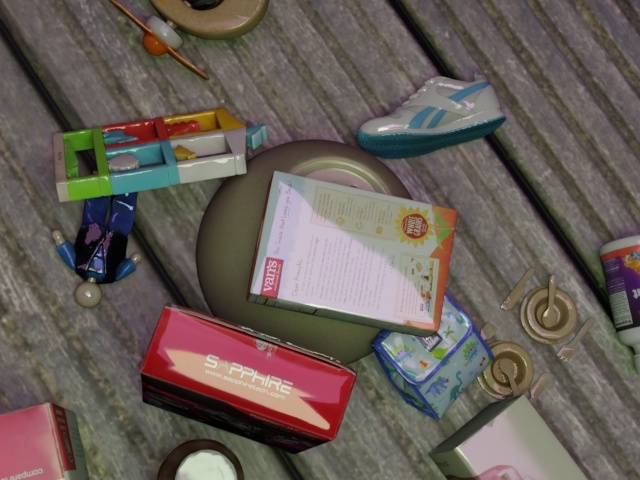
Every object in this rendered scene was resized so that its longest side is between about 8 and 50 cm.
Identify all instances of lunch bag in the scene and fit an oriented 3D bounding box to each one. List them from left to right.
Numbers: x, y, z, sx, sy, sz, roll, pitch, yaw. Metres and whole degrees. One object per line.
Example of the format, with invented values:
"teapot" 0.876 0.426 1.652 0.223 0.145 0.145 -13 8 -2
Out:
"lunch bag" 0.150 0.150 1.572 0.129 0.096 0.151 -44 120 -16

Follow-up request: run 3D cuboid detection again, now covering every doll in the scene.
"doll" -0.311 0.001 1.593 0.129 0.046 0.189 12 83 -15

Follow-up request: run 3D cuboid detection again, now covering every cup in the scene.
"cup" 0.000 0.000 1.539 0.331 0.237 0.331 1 79 -7

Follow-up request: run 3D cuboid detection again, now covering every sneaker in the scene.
"sneaker" 0.155 -0.184 1.683 0.229 0.087 0.092 -14 74 -18

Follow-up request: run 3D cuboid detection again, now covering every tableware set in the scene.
"tableware set" 0.304 0.146 1.650 0.128 0.039 0.194 40 76 2

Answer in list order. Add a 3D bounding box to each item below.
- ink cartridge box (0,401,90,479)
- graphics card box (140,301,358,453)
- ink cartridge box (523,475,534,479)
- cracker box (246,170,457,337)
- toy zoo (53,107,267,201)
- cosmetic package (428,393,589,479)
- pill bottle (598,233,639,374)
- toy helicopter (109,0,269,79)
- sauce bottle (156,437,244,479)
"ink cartridge box" -0.345 0.406 1.383 0.160 0.279 0.384 -14 80 -10
"graphics card box" -0.102 0.182 1.418 0.233 0.371 0.094 19 76 -4
"ink cartridge box" 0.246 0.454 1.424 0.189 0.097 0.255 38 73 2
"cracker box" 0.038 0.018 1.384 0.232 0.067 0.155 13 76 -6
"toy zoo" -0.217 -0.125 1.571 0.293 0.192 0.030 -10 117 -10
"cosmetic package" 0.296 0.368 1.546 0.129 0.153 0.296 -35 83 -14
"pill bottle" 0.476 0.092 1.650 0.108 0.108 0.193 -9 80 -9
"toy helicopter" -0.249 -0.374 1.661 0.355 0.140 0.235 12 86 6
"sauce bottle" -0.147 0.300 1.400 0.111 0.344 0.111 2 77 -10
